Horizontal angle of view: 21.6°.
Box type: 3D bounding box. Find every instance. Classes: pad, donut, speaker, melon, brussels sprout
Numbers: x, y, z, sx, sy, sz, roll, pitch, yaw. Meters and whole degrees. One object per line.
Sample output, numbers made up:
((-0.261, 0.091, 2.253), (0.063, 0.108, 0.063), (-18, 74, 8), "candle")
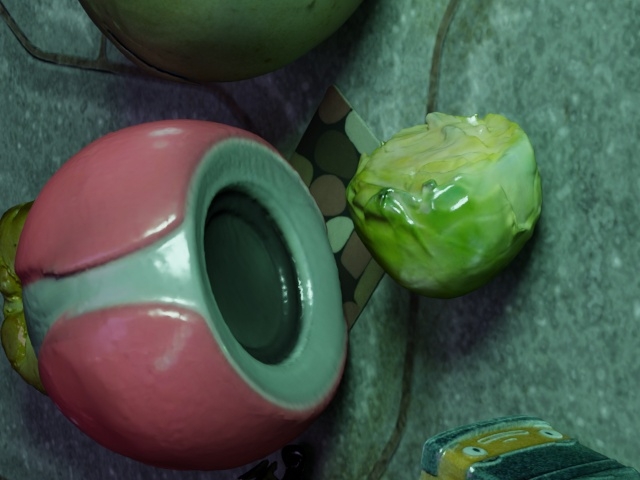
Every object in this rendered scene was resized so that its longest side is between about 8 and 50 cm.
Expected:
((0.000, 0.000, 1.479), (0.158, 0.003, 0.235), (54, 130, 33), "pad")
((-0.216, 0.051, 1.640), (0.261, 0.128, 0.209), (-4, 90, 50), "donut")
((-0.108, 0.053, 1.381), (0.294, 0.294, 0.294), (4, 95, 49), "speaker")
((-0.076, -0.267, 1.356), (0.330, 0.268, 0.268), (-45, 58, 61), "melon")
((0.098, -0.021, 1.274), (0.149, 0.151, 0.122), (-3, 121, 25), "brussels sprout")

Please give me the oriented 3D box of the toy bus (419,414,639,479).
((0.143, 0.282, 1.228), (0.167, 0.138, 0.275), (23, 111, 45), "toy bus")

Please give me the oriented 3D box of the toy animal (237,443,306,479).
((-0.028, 0.242, 1.496), (0.220, 0.062, 0.108), (-9, 104, 48), "toy animal")
